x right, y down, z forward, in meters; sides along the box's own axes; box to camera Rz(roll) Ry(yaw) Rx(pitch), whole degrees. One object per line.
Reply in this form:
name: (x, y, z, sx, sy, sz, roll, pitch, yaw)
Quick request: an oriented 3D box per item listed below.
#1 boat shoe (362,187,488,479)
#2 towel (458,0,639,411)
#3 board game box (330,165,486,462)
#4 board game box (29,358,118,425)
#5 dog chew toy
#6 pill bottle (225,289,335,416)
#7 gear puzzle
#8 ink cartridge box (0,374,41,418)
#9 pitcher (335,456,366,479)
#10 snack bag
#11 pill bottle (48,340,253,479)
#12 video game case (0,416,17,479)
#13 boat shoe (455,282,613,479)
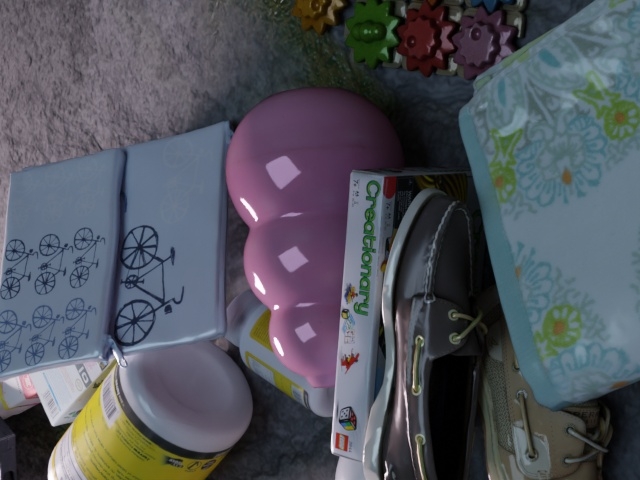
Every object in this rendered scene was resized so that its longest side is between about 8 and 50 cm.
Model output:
boat shoe: (0.121, 0.111, 1.313, 0.096, 0.116, 0.324, 12, 95, 40)
towel: (0.297, -0.060, 1.233, 0.320, 0.090, 0.375, -32, 59, 39)
board game box: (0.100, 0.074, 1.397, 0.053, 0.193, 0.305, 11, 102, 41)
board game box: (-0.321, 0.088, 1.832, 0.303, 0.097, 0.224, -46, 65, 35)
dog chew toy: (0.000, 0.000, 1.455, 0.206, 0.206, 0.332, -12, 79, 41)
pill bottle: (-0.034, 0.132, 1.579, 0.184, 0.103, 0.103, 31, 113, 35)
gear puzzle: (0.087, -0.281, 1.476, 0.339, 0.044, 0.176, 14, 103, 40)
ink cartridge box: (-0.484, 0.208, 2.003, 0.198, 0.067, 0.115, -29, 76, 39)
pitcher: (0.115, 0.325, 1.468, 0.177, 0.125, 0.207, -14, 95, 21)
snack bag: (-0.267, 0.012, 1.662, 0.342, 0.037, 0.323, -10, 61, 19)
pill bottle: (-0.248, 0.287, 1.724, 0.334, 0.188, 0.188, -51, 62, 32)
video game case: (-0.556, 0.345, 2.040, 0.275, 0.035, 0.248, 33, 129, 43)
boat shoe: (0.239, 0.200, 1.333, 0.110, 0.121, 0.341, -33, 71, 39)
